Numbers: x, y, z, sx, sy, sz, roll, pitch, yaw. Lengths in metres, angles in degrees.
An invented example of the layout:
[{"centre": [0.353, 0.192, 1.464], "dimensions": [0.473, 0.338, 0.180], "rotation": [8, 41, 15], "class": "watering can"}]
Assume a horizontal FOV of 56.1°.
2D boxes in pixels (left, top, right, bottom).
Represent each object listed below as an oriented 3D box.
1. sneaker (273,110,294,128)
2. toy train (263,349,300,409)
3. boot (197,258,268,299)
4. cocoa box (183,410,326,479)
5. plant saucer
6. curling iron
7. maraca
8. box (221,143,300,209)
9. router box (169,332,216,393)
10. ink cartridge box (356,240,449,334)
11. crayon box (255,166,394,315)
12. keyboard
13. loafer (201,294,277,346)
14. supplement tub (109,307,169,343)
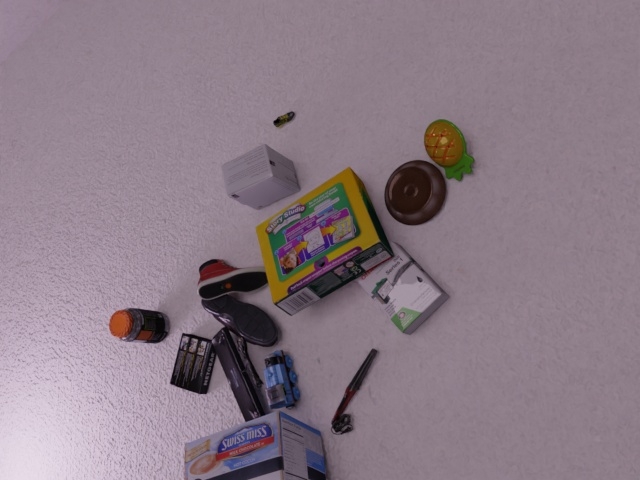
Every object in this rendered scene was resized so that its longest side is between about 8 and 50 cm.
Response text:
[{"centre": [-0.126, -0.415, 2.059], "dimensions": [0.083, 0.035, 0.031], "rotation": [-35, 66, 16], "class": "sneaker"}, {"centre": [-0.123, 0.422, 1.826], "dimensions": [0.080, 0.105, 0.184], "rotation": [-23, 69, 21], "class": "toy train"}, {"centre": [-0.287, 0.101, 2.001], "dimensions": [0.245, 0.088, 0.176], "rotation": [-11, 30, -2], "class": "boot"}, {"centre": [-0.186, 0.663, 1.705], "dimensions": [0.347, 0.231, 0.227], "rotation": [-25, 49, 21], "class": "cocoa box"}, {"centre": [0.271, -0.145, 1.777], "dimensions": [0.199, 0.036, 0.198], "rotation": [-5, 81, 33], "class": "plant saucer"}, {"centre": [0.103, 0.439, 1.744], "dimensions": [0.068, 0.035, 0.273], "rotation": [24, 91, 26], "class": "curling iron"}, {"centre": [0.369, -0.261, 1.732], "dimensions": [0.127, 0.099, 0.185], "rotation": [-38, 80, 49], "class": "maraca"}, {"centre": [-0.194, -0.203, 1.962], "dimensions": [0.182, 0.181, 0.118], "rotation": [-22, 70, 21], "class": "box"}, {"centre": [-0.424, 0.413, 2.019], "dimensions": [0.133, 0.046, 0.178], "rotation": [10, 83, 29], "class": "router box"}, {"centre": [0.229, 0.133, 1.715], "dimensions": [0.160, 0.093, 0.219], "rotation": [-47, 63, 10], "class": "ink cartridge box"}, {"centre": [0.000, 0.000, 1.792], "dimensions": [0.363, 0.106, 0.313], "rotation": [-31, 47, 15], "class": "crayon box"}, {"centre": [-0.242, 0.413, 1.873], "dimensions": [0.201, 0.033, 0.317], "rotation": [-45, 67, 49], "class": "keyboard"}, {"centre": [-0.255, 0.260, 1.956], "dimensions": [0.303, 0.095, 0.109], "rotation": [27, 61, 26], "class": "loafer"}, {"centre": [-0.623, 0.293, 2.068], "dimensions": [0.117, 0.190, 0.116], "rotation": [-7, 75, 26], "class": "supplement tub"}]
